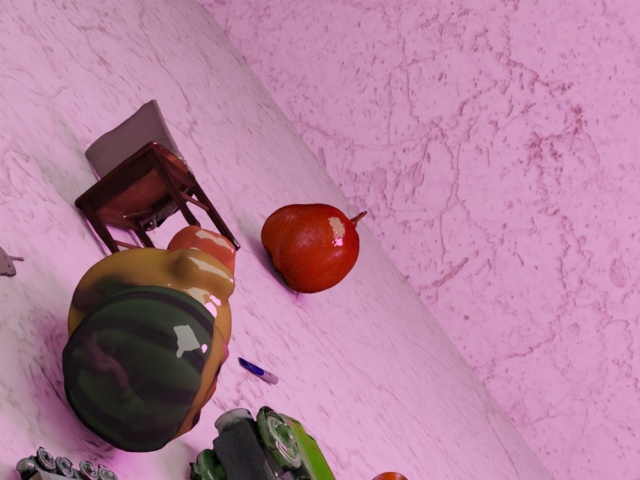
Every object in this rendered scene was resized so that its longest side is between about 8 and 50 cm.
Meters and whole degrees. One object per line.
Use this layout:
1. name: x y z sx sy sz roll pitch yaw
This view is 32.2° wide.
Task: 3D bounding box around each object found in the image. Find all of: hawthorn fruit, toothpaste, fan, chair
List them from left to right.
1. fan: -0.380 0.022 1.338 0.056 0.004 0.083 53 11 14
2. chair: -0.276 -0.088 1.698 0.319 0.160 0.186 57 12 21
3. toothpaste: -0.100 0.209 1.777 0.083 0.015 0.024 36 10 -35
4. hawthorn fruit: 0.000 0.000 2.284 0.196 0.225 0.196 60 4 -7

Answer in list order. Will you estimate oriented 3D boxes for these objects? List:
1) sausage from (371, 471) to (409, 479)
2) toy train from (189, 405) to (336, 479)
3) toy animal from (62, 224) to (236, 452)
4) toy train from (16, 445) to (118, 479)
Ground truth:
1. sausage: 0.099 0.422 1.662 0.093 0.093 0.312 49 12 -3
2. toy train: -0.044 0.320 1.366 0.243 0.132 0.188 60 10 29
3. toy animal: -0.203 0.109 1.294 0.191 0.216 0.338 21 20 -6
4. toy train: -0.239 0.247 1.085 0.148 0.038 0.071 34 23 -55
